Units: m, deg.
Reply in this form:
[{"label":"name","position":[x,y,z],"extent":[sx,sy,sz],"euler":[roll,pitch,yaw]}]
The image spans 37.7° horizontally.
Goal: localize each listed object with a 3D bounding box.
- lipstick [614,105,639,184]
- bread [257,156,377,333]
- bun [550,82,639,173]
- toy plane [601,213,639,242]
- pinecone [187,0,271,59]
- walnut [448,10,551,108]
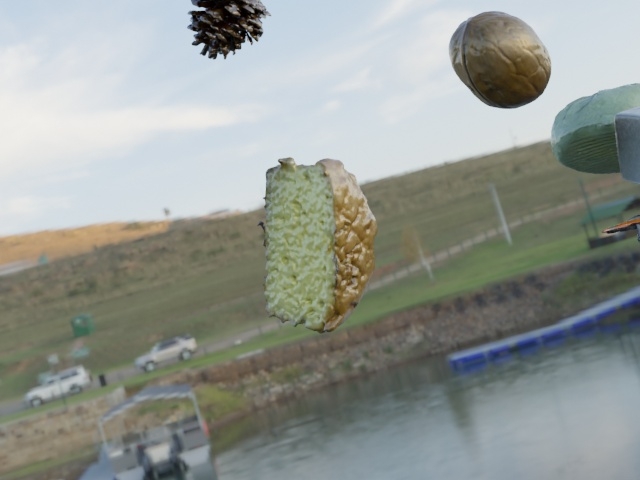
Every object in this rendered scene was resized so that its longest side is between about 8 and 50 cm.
[{"label":"lipstick","position":[0.480,-0.140,0.963],"extent":[0.372,0.076,0.080],"euler":[-17,17,-16]},{"label":"bread","position":[0.000,0.000,1.275],"extent":[0.143,0.228,0.139],"euler":[6,9,30]},{"label":"bun","position":[0.470,-0.181,1.454],"extent":[0.221,0.108,0.221],"euler":[3,-14,1]},{"label":"toy plane","position":[0.514,-0.021,1.396],"extent":[0.188,0.062,0.135],"euler":[-20,-18,-7]},{"label":"pinecone","position":[-0.183,-0.430,1.811],"extent":[0.174,0.173,0.173],"euler":[-16,-4,-1]},{"label":"walnut","position":[0.333,-0.334,1.735],"extent":[0.167,0.167,0.207],"euler":[-20,-48,43]}]
